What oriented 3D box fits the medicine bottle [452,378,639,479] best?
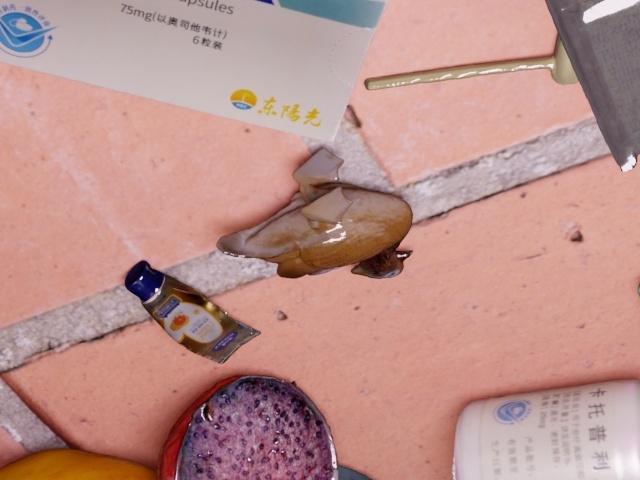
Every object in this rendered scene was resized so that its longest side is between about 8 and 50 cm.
[{"bbox_3d":[0.301,0.237,1.406,0.292,0.170,0.170,-9,132,20],"label":"medicine bottle"}]

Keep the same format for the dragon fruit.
[{"bbox_3d":[-0.103,0.263,1.468,0.218,0.224,0.148,-16,-177,-38],"label":"dragon fruit"}]

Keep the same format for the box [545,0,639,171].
[{"bbox_3d":[0.215,-0.261,0.853,0.204,0.345,0.251,-21,128,12],"label":"box"}]

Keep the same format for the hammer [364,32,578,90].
[{"bbox_3d":[0.133,-0.158,1.162,0.195,0.028,0.060,-7,127,9],"label":"hammer"}]

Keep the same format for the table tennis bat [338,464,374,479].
[{"bbox_3d":[0.014,0.335,1.613,0.329,0.044,0.215,-1,133,4],"label":"table tennis bat"}]

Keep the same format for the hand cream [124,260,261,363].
[{"bbox_3d":[-0.137,0.078,1.379,0.062,0.039,0.163,-42,123,14],"label":"hand cream"}]

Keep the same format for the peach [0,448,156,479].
[{"bbox_3d":[-0.263,0.387,1.515,0.289,0.289,0.308,-34,150,28],"label":"peach"}]

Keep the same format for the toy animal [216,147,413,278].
[{"bbox_3d":[0.000,0.000,1.278,0.188,0.089,0.179,-14,146,7],"label":"toy animal"}]

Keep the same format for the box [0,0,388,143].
[{"bbox_3d":[-0.124,-0.208,1.092,0.343,0.065,0.200,13,132,-10],"label":"box"}]

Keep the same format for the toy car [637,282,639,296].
[{"bbox_3d":[0.485,0.058,1.301,0.320,0.097,0.141,-15,131,16],"label":"toy car"}]
